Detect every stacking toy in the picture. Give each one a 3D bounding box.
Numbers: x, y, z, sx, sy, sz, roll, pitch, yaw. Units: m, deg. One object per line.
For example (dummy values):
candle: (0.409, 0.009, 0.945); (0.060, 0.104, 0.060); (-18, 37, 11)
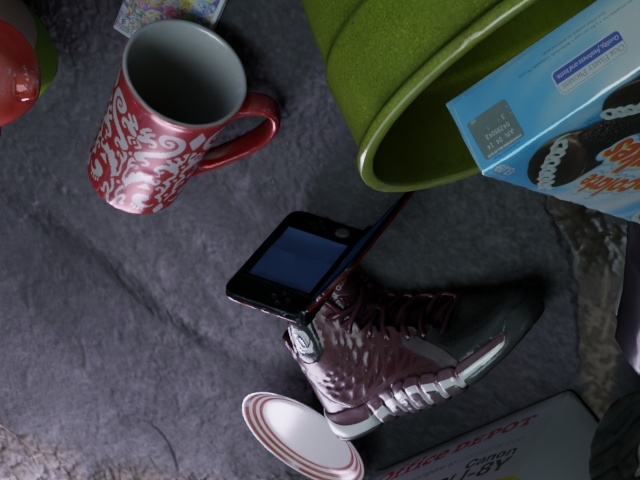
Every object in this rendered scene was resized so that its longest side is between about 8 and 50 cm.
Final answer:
stacking toy: (-0.329, -0.226, 1.690); (0.130, 0.279, 0.309); (-39, 95, 30)

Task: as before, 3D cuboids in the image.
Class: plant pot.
plant pot: (0.104, -0.277, 1.325); (0.366, 0.366, 0.353); (-42, 72, 42)

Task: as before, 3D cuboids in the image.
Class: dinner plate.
dinner plate: (-0.015, 0.193, 1.939); (0.141, 0.017, 0.141); (27, 150, 17)

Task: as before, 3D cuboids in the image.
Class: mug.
mug: (-0.130, -0.094, 1.754); (0.150, 0.113, 0.169); (32, 143, -2)

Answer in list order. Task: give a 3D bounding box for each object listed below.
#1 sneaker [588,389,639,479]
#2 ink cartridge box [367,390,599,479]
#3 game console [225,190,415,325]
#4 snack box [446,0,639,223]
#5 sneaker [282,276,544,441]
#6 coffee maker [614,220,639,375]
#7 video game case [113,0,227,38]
sneaker: (0.442, 0.225, 1.665); (0.410, 0.158, 0.182); (10, 157, 22)
ink cartridge box: (0.098, 0.332, 1.744); (0.279, 0.385, 0.160); (-28, 102, 41)
game console: (0.000, 0.000, 1.726); (0.124, 0.144, 0.085); (18, 128, 19)
snack box: (0.233, -0.095, 1.311); (0.187, 0.322, 0.060); (-34, 70, 21)
sneaker: (0.060, 0.072, 1.771); (0.281, 0.106, 0.162); (-33, 99, 42)
coffee maker: (0.290, 0.025, 1.556); (0.120, 0.171, 0.178); (3, 126, 10)
video game case: (-0.130, -0.212, 1.743); (0.087, 0.011, 0.122); (34, 132, 6)
